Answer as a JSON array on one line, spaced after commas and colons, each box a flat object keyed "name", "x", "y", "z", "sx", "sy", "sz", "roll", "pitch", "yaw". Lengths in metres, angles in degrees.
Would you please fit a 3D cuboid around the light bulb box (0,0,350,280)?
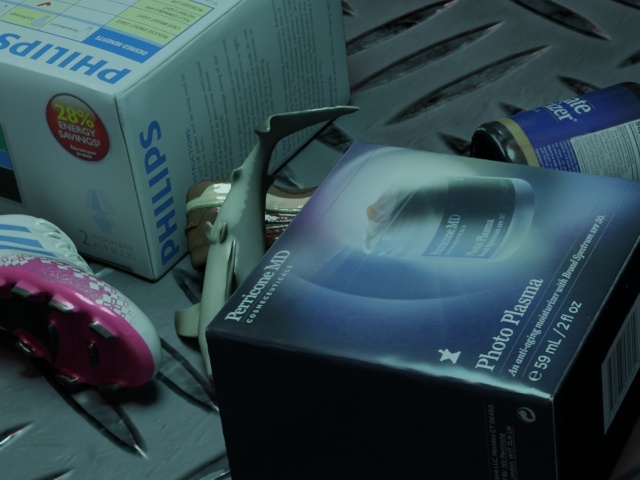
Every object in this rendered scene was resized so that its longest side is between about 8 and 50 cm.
[{"name": "light bulb box", "x": -0.216, "y": -0.182, "z": 1.927, "sx": 0.358, "sy": 0.225, "sz": 0.361, "roll": 17, "pitch": 43, "yaw": 30}]

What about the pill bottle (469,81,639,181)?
[{"name": "pill bottle", "x": 0.264, "y": -0.081, "z": 1.779, "sx": 0.219, "sy": 0.123, "sz": 0.123, "roll": -17, "pitch": 36, "yaw": -13}]

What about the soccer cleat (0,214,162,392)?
[{"name": "soccer cleat", "x": -0.256, "y": 0.034, "z": 1.722, "sx": 0.331, "sy": 0.116, "sz": 0.143, "roll": 17, "pitch": 42, "yaw": 32}]

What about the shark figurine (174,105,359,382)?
[{"name": "shark figurine", "x": -0.047, "y": 0.010, "z": 1.687, "sx": 0.116, "sy": 0.278, "sz": 0.166, "roll": 13, "pitch": -3, "yaw": -23}]

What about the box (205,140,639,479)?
[{"name": "box", "x": 0.106, "y": 0.079, "z": 1.535, "sx": 0.294, "sy": 0.183, "sz": 0.296, "roll": 9, "pitch": 38, "yaw": 25}]

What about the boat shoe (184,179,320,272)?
[{"name": "boat shoe", "x": 0.000, "y": 0.003, "z": 1.764, "sx": 0.257, "sy": 0.095, "sz": 0.095, "roll": 1, "pitch": 70, "yaw": 4}]
